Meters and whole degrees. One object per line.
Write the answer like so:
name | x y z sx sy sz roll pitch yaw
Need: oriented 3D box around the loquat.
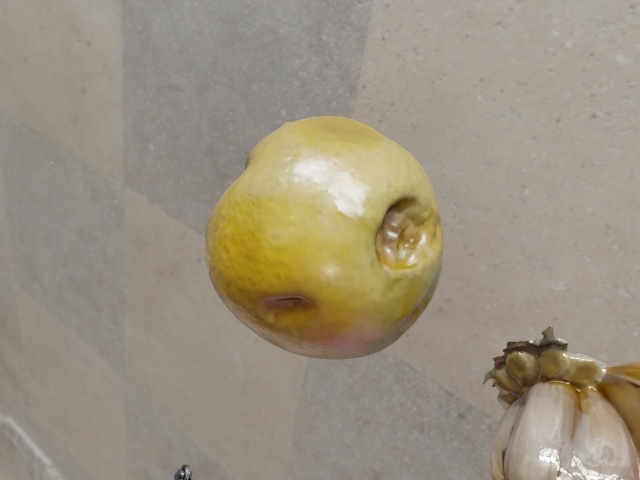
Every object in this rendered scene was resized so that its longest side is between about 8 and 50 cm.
loquat | -0.001 -0.005 0.545 0.213 0.213 0.213 19 120 36

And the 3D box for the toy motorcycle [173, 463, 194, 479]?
toy motorcycle | -0.237 0.476 1.086 0.100 0.058 0.173 -69 26 18

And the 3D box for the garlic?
garlic | 0.192 0.164 0.506 0.207 0.257 0.207 -26 54 42
